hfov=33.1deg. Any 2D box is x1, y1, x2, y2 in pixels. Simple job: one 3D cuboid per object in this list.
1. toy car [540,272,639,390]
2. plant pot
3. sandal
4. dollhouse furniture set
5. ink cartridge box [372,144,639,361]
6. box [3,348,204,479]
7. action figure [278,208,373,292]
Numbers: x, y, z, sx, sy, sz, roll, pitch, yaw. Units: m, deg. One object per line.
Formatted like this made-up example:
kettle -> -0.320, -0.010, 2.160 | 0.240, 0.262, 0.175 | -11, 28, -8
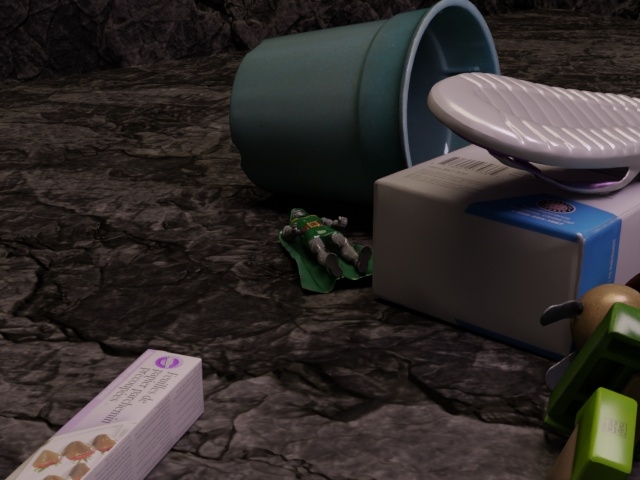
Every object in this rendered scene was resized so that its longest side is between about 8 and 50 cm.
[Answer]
toy car -> 0.322, 0.093, 1.130 | 0.188, 0.155, 0.149 | -14, 23, -9
plant pot -> 0.062, -0.192, 1.664 | 0.334, 0.341, 0.341 | 3, 19, 31
sandal -> 0.293, -0.107, 1.265 | 0.416, 0.102, 0.169 | 1, 34, -35
dollhouse furniture set -> 0.351, 0.212, 0.919 | 0.301, 0.151, 0.197 | 20, 44, 4
ink cartridge box -> 0.296, -0.021, 1.390 | 0.285, 0.166, 0.395 | 18, 28, 37
box -> -0.198, 0.195, 0.953 | 0.063, 0.067, 0.324 | 7, 23, 17
action figure -> 0.000, 0.000, 1.489 | 0.137, 0.063, 0.232 | -10, 19, -18
